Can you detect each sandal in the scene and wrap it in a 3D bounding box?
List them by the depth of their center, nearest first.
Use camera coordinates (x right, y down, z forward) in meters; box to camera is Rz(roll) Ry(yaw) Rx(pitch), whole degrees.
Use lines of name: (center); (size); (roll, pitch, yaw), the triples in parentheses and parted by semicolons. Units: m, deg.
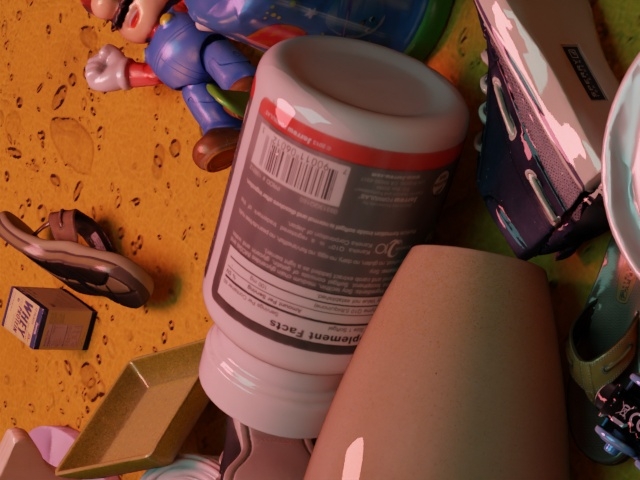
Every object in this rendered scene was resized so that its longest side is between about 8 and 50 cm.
sandal: (0.258, 0.090, 1.397); (0.090, 0.060, 0.219); (21, 102, 46)
sandal: (-0.297, 0.011, 1.972); (0.302, 0.120, 0.086); (16, 70, 44)

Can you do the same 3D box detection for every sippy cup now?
sippy cup: (-0.018, -0.281, 1.602); (0.240, 0.224, 0.306); (-3, 84, 46)

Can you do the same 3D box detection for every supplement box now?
supplement box: (-0.349, 0.100, 2.018); (0.083, 0.083, 0.056); (28, 107, 44)

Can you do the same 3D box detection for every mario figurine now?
mario figurine: (-0.189, -0.227, 1.809); (0.198, 0.170, 0.320); (-40, 62, 3)

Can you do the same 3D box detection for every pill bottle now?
pill bottle: (0.000, 0.000, 1.550); (0.210, 0.210, 0.363); (43, 128, 40)

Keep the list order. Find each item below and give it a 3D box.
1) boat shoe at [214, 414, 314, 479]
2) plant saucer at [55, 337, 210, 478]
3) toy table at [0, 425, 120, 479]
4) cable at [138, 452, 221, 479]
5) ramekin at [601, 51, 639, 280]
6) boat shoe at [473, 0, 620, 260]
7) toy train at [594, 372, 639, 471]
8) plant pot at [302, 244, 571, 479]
boat shoe: (-0.052, 0.254, 1.616); (0.302, 0.114, 0.091); (-88, 10, -68)
plant saucer: (-0.198, 0.205, 1.823); (0.188, 0.045, 0.188); (-18, 31, 44)
toy table: (-0.359, 0.340, 1.956); (0.274, 0.161, 0.252); (33, 110, 44)
cable: (-0.131, 0.368, 1.765); (0.257, 0.089, 0.257); (-4, 83, 45)
ramekin: (0.367, -0.061, 1.247); (0.273, 0.127, 0.273); (-4, 84, 46)
boat shoe: (0.182, -0.140, 1.452); (0.158, 0.127, 0.341); (-47, 52, 43)
toy train: (0.308, 0.179, 1.303); (0.184, 0.105, 0.080); (37, 95, 43)
plant pot: (0.122, 0.150, 1.427); (0.256, 0.256, 0.274); (3, 79, 47)
